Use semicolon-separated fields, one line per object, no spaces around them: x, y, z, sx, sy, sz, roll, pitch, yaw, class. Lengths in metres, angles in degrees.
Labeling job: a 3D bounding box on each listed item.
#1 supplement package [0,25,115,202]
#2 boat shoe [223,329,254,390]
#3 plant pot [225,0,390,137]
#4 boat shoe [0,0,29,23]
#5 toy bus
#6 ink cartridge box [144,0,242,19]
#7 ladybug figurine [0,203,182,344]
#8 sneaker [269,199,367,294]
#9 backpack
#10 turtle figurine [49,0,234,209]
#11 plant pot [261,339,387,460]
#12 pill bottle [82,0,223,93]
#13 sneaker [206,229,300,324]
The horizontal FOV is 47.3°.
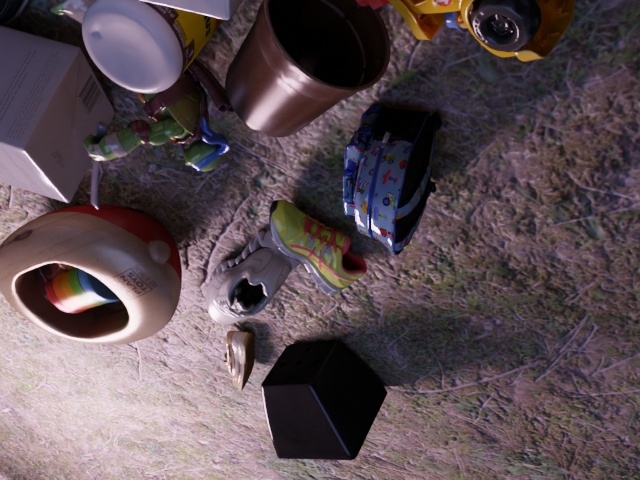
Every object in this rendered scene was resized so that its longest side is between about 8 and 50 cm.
-0.491;-0.203;1.075;0.292;0.175;0.177;17;160;8;supplement package
-0.176;0.248;1.543;0.059;0.063;0.170;18;130;11;boat shoe
-0.030;-0.218;0.892;0.167;0.167;0.165;37;146;-15;plant pot
-0.432;-0.389;0.921;0.127;0.113;0.340;32;140;-11;boat shoe
0.129;-0.281;0.762;0.220;0.150;0.211;44;149;-26;toy bus
-0.124;-0.372;0.670;0.198;0.270;0.197;15;138;10;ink cartridge box
-0.418;0.054;1.363;0.449;0.162;0.305;-13;127;37;ladybug figurine
0.000;0.000;1.178;0.094;0.082;0.208;-21;130;32;sneaker
0.087;-0.074;0.970;0.116;0.173;0.158;12;140;13;backpack
-0.262;-0.195;0.981;0.274;0.197;0.266;4;124;56;turtle figurine
-0.007;0.301;1.437;0.187;0.188;0.167;-10;117;34;plant pot
-0.172;-0.274;0.843;0.117;0.215;0.117;14;139;12;pill bottle
-0.142;0.091;1.309;0.110;0.118;0.292;31;141;-12;sneaker
